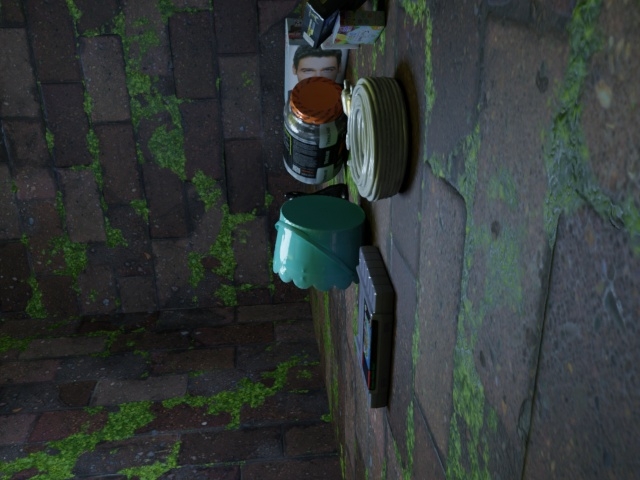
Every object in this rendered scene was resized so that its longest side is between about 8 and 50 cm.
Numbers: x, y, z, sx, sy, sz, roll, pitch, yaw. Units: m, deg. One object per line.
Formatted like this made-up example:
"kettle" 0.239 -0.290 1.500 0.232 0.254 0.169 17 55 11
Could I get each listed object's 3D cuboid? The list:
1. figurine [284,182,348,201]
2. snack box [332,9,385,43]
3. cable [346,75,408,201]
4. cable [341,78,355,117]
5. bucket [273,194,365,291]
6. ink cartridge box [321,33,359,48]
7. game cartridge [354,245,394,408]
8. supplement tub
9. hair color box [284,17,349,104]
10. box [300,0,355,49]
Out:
"figurine" -0.018 -0.103 2.188 0.215 0.210 0.092 94 171 -56
"snack box" 0.084 -0.478 1.436 0.141 0.100 0.037 -160 68 -85
"cable" 0.118 -0.207 1.318 0.257 0.089 0.257 93 171 -45
"cable" 0.091 -0.275 1.653 0.139 0.072 0.287 -91 0 -68
"bucket" 0.000 0.000 1.807 0.281 0.281 0.183 -103 15 -62
"ink cartridge box" 0.048 -0.571 1.747 0.181 0.104 0.061 -100 8 -54
"game cartridge" 0.131 0.221 1.613 0.230 0.068 0.355 -94 3 -61
"supplement tub" -0.016 -0.349 2.037 0.338 0.207 0.207 96 169 -63
"hair color box" -0.019 -0.545 2.060 0.374 0.186 0.113 98 168 -65
"box" 0.043 -0.547 1.460 0.059 0.183 0.233 45 176 -5
